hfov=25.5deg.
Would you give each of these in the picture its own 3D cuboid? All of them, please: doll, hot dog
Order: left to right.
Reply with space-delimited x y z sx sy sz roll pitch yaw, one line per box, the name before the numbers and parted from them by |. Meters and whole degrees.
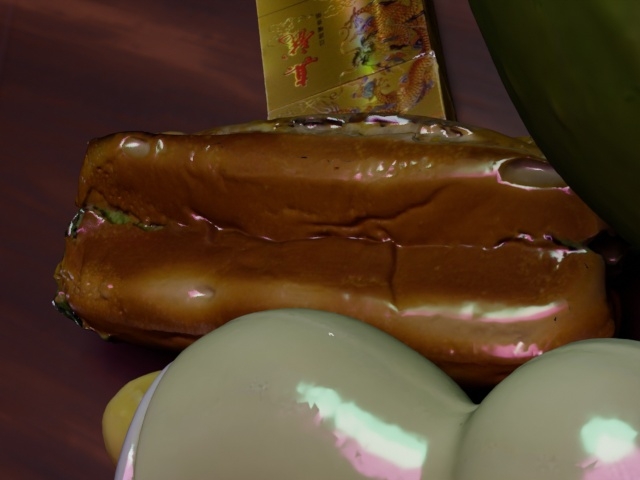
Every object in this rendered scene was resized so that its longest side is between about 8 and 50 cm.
hot dog | 0.000 0.000 0.588 0.269 0.072 0.115 7 86 30
doll | 0.038 0.088 0.469 0.296 0.117 0.141 -7 96 36

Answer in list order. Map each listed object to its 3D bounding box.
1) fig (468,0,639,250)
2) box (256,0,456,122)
fig | 0.169 -0.133 0.421 0.316 0.316 0.316 -13 58 21
box | 0.013 -0.099 0.678 0.089 0.022 0.156 -17 56 19
